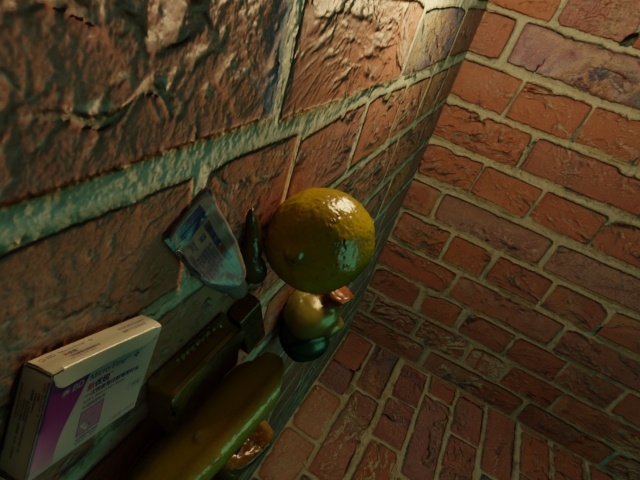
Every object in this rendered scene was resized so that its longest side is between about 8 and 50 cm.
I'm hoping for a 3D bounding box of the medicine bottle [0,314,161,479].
[{"bbox_3d":[-0.324,0.204,0.592,0.171,0.052,0.201,-67,167,13],"label":"medicine bottle"}]

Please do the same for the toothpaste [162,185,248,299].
[{"bbox_3d":[-0.187,0.031,0.763,0.282,0.069,0.099,75,13,-56],"label":"toothpaste"}]

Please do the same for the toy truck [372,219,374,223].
[{"bbox_3d":[0.102,-0.032,1.551,0.191,0.116,0.085,-38,153,-41],"label":"toy truck"}]

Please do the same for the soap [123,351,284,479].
[{"bbox_3d":[-0.253,0.421,0.904,0.427,0.115,0.306,-40,-170,-32],"label":"soap"}]

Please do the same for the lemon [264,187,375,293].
[{"bbox_3d":[0.002,0.000,0.981,0.267,0.267,0.267,-56,165,-25],"label":"lemon"}]

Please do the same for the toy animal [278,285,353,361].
[{"bbox_3d":[-0.040,0.267,1.451,0.191,0.216,0.338,-4,128,-42],"label":"toy animal"}]

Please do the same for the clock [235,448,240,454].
[{"bbox_3d":[-0.268,0.485,1.098,0.061,0.155,0.113,-62,170,-45],"label":"clock"}]

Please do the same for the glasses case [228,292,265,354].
[{"bbox_3d":[-0.188,0.216,1.098,0.075,0.049,0.218,-47,160,-28],"label":"glasses case"}]

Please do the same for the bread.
[{"bbox_3d":[-0.272,0.609,1.272,0.196,0.176,0.246,-34,164,-43],"label":"bread"}]

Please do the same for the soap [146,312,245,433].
[{"bbox_3d":[-0.258,0.276,0.907,0.233,0.076,0.135,-46,160,-52],"label":"soap"}]

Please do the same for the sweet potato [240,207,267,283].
[{"bbox_3d":[-0.145,0.037,0.915,0.249,0.060,0.069,95,6,-49],"label":"sweet potato"}]
